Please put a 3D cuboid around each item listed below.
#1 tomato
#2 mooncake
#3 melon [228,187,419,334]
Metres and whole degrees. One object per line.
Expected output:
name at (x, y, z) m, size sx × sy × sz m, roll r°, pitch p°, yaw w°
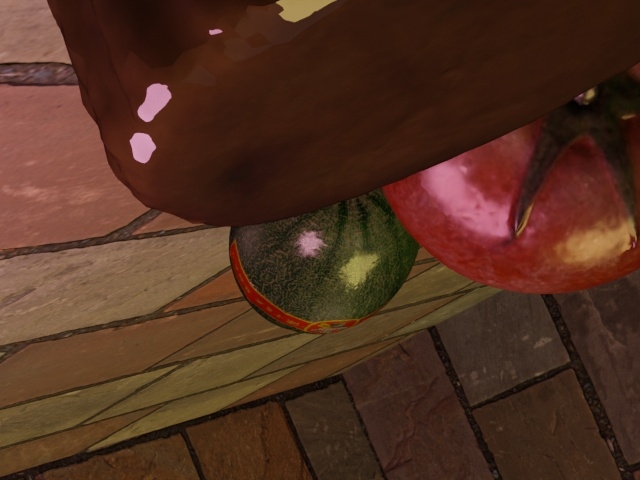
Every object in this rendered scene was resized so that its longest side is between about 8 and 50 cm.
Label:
tomato at (0.162, -0.092, 1.037) m, size 0.264 × 0.265 × 0.265 m, roll -23°, pitch 170°, yaw -4°
mooncake at (0.021, -0.148, 0.659) m, size 0.324 × 0.187 × 0.324 m, roll -23°, pitch 167°, yaw -5°
melon at (0.000, 0.000, 1.368) m, size 0.182 × 0.182 × 0.288 m, roll -21°, pitch 171°, yaw -14°
